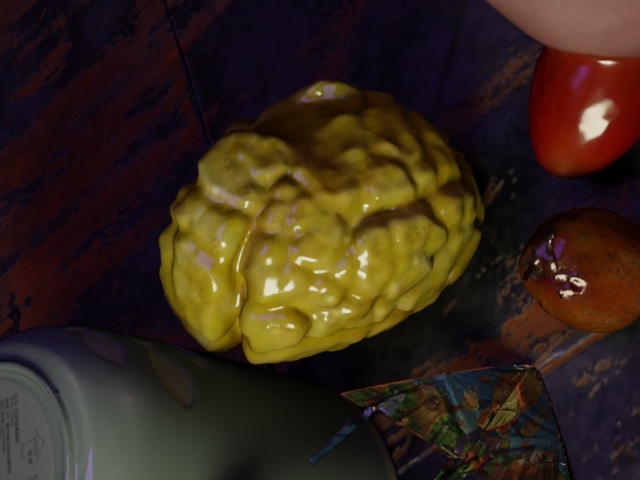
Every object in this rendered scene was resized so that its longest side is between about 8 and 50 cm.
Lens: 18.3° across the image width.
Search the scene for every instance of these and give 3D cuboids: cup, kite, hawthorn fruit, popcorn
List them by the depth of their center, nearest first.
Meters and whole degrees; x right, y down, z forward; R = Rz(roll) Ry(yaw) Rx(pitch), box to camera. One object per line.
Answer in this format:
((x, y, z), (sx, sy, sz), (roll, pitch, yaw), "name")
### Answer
((0.165, 0.017, 1.266), (0.081, 0.093, 0.081), (-16, 66, 40), "hawthorn fruit")
((0.098, 0.136, 1.292), (0.183, 0.010, 0.160), (31, 58, 16), "kite")
((-0.092, 0.200, 1.323), (0.357, 0.274, 0.259), (5, 79, 46), "cup")
((0.000, 0.000, 1.379), (0.200, 0.203, 0.226), (26, 64, 10), "popcorn")

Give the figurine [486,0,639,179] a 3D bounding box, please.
((0.192, -0.218, 1.259), (0.270, 0.261, 0.211), (-32, 13, 52), "figurine")
